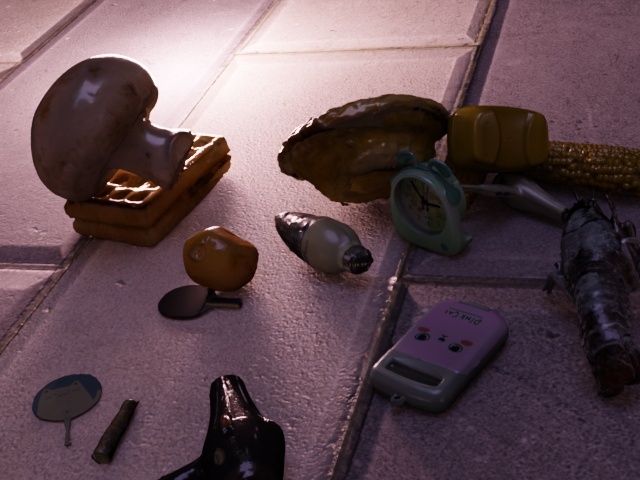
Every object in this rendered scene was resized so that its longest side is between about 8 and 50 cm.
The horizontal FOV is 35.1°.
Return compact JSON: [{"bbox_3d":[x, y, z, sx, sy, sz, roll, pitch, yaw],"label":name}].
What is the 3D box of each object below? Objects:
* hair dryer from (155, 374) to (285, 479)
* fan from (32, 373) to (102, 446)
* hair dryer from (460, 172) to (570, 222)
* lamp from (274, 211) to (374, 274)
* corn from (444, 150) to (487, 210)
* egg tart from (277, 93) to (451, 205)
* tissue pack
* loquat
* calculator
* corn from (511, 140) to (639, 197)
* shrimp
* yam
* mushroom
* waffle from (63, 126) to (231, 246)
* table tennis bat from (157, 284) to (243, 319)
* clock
[{"bbox_3d":[-0.224,0.320,1.395,0.359,0.120,0.304,-25,26,-6],"label":"hair dryer"},{"bbox_3d":[-0.398,0.266,1.590,0.113,0.005,0.175,-14,31,-7],"label":"fan"},{"bbox_3d":[0.352,-0.075,1.803,0.167,0.068,0.199,25,17,30],"label":"hair dryer"},{"bbox_3d":[0.000,0.000,1.804,0.101,0.101,0.250,-29,35,-27],"label":"lamp"},{"bbox_3d":[0.280,-0.141,1.952,0.091,0.091,0.260,22,42,3],"label":"corn"},{"bbox_3d":[0.089,-0.156,1.904,0.345,0.345,0.133,-12,76,-3],"label":"egg tart"},{"bbox_3d":[0.318,-0.185,1.851,0.178,0.123,0.127,-1,2,-25],"label":"tissue pack"},{"bbox_3d":[-0.173,0.033,1.783,0.137,0.113,0.137,6,0,0],"label":"loquat"},{"bbox_3d":[0.181,0.174,1.534,0.141,0.045,0.246,17,43,37],"label":"calculator"},{"bbox_3d":[0.478,-0.140,1.897,0.319,0.097,0.097,11,38,33],"label":"corn"},{"bbox_3d":[0.435,0.058,1.548,0.221,0.166,0.411,-27,19,26],"label":"shrimp"},{"bbox_3d":[-0.308,0.281,1.522,0.033,0.027,0.129,0,33,13],"label":"yam"},{"bbox_3d":[-0.394,-0.190,1.919,0.290,0.297,0.297,33,40,-2],"label":"mushroom"},{"bbox_3d":[-0.349,-0.119,2.092,0.224,0.098,0.328,9,36,26],"label":"waffle"},{"bbox_3d":[-0.212,0.108,1.774,0.158,0.014,0.095,1,33,20],"label":"table tennis bat"},{"bbox_3d":[0.193,-0.071,1.776,0.148,0.189,0.060,24,46,38],"label":"clock"}]
